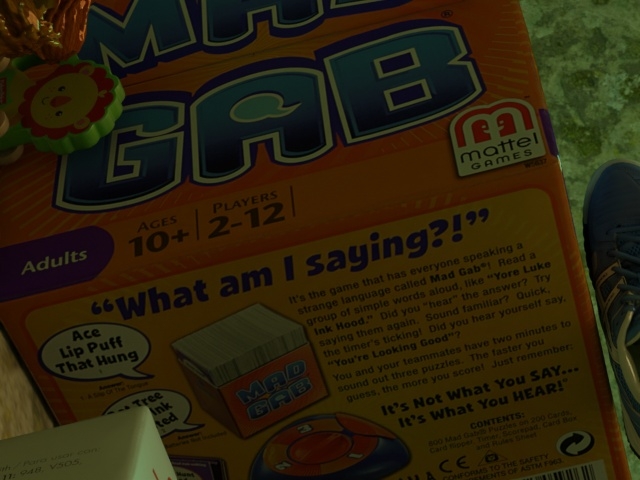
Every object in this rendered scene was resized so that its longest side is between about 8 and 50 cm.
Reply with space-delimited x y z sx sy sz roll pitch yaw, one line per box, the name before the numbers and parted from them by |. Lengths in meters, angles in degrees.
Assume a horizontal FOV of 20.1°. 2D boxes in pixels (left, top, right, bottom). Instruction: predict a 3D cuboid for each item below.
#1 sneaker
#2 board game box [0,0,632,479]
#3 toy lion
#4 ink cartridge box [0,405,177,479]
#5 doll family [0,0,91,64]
sneaker | 0.219 0.040 1.170 0.081 0.080 0.211 65 13 -69
board game box | 0.000 0.000 1.307 0.356 0.357 0.356 -96 170 -47
toy lion | -0.175 -0.093 1.169 0.034 0.096 0.100 69 9 -48
ink cartridge box | -0.115 0.224 0.873 0.353 0.119 0.207 -90 164 -66
doll family | -0.196 -0.183 1.080 0.263 0.118 0.163 18 59 -83
